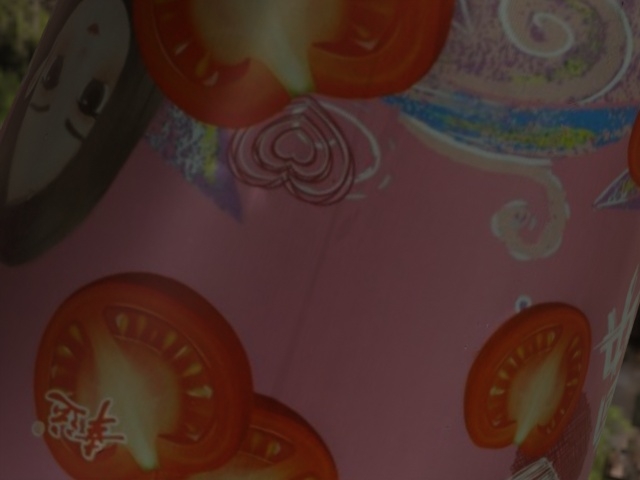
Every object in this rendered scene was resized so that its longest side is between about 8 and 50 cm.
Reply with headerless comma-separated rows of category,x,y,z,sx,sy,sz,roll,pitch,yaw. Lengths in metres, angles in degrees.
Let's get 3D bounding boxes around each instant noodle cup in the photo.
instant noodle cup,0.000,0.000,0.567,0.243,0.231,0.243,20,7,-2
